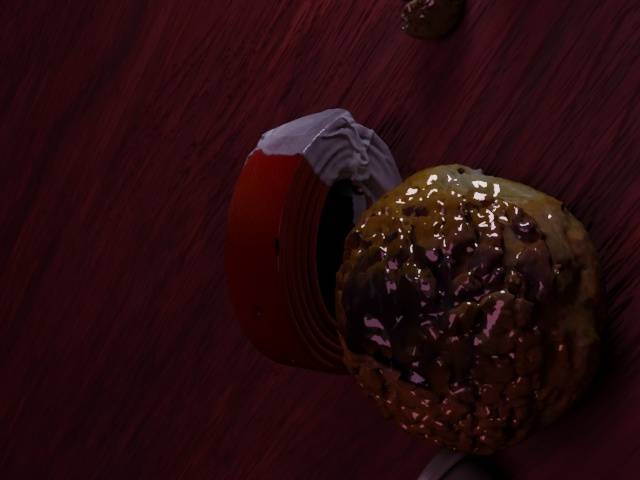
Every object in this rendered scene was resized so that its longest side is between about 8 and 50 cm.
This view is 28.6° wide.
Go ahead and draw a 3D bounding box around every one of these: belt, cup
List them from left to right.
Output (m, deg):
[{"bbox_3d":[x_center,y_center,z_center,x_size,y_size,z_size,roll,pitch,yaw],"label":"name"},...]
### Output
[{"bbox_3d":[0.000,0.000,1.542,0.115,0.227,0.324,2,94,47],"label":"belt"},{"bbox_3d":[0.180,0.315,1.442,0.141,0.120,0.120,37,119,27],"label":"cup"}]

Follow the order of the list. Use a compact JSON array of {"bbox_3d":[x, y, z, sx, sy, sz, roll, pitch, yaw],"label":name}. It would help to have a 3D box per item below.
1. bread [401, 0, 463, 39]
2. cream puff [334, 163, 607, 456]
[{"bbox_3d":[0.131,-0.298,1.503,0.082,0.060,0.113,1,91,52],"label":"bread"},{"bbox_3d":[0.143,0.067,1.376,0.327,0.231,0.343,-50,55,42],"label":"cream puff"}]
